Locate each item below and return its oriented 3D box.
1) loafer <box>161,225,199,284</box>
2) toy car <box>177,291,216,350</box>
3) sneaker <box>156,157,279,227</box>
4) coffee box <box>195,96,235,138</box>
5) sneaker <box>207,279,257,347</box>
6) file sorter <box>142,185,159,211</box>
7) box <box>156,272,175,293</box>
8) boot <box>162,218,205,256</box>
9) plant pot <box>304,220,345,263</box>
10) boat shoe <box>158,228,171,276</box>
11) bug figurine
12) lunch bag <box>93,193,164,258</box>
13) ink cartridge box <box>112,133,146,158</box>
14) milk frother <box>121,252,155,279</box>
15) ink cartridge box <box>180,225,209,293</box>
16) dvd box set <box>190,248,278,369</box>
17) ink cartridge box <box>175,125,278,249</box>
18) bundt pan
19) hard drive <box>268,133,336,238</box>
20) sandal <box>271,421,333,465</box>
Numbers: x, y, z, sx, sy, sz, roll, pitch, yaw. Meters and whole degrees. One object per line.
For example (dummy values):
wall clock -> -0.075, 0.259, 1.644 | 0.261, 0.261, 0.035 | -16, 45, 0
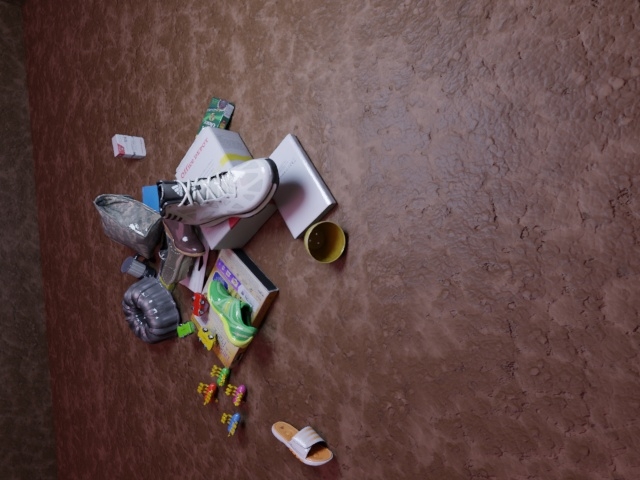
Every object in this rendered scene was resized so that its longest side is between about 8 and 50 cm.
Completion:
loafer -> -0.580, 0.058, 1.742 | 0.101, 0.092, 0.269 | 26, 92, 22
toy car -> -0.519, 0.351, 1.730 | 0.224, 0.053, 0.239 | -27, 75, 36
sneaker -> -0.355, -0.144, 1.326 | 0.447, 0.257, 0.169 | -21, 79, 34
coffee box -> -0.426, -0.479, 1.675 | 0.113, 0.040, 0.184 | 28, 95, 35
sneaker -> -0.324, 0.261, 1.561 | 0.123, 0.109, 0.296 | -40, 63, 4
file sorter -> -0.730, -0.191, 1.918 | 0.170, 0.104, 0.118 | 2, 94, 39
box -> -0.752, 0.218, 1.997 | 0.105, 0.043, 0.179 | 46, 121, 28
boot -> -0.529, -0.069, 1.604 | 0.248, 0.090, 0.207 | 31, 123, 29
plant pot -> 0.000, 0.000, 1.347 | 0.095, 0.134, 0.134 | -164, 76, -64
boat shoe -> -0.719, 0.060, 1.924 | 0.084, 0.079, 0.233 | 15, 94, 32
bug figurine -> -0.392, 0.651, 1.714 | 0.279, 0.072, 0.216 | 34, 106, 37
lunch bag -> -0.868, -0.080, 1.879 | 0.286, 0.169, 0.235 | 27, 148, -2
ink cartridge box -> -0.951, -0.464, 2.060 | 0.056, 0.135, 0.099 | -18, 81, 41
milk frother -> -0.910, 0.129, 2.056 | 0.143, 0.134, 0.129 | -8, 57, 36
ink cartridge box -> -0.559, 0.058, 1.819 | 0.261, 0.066, 0.297 | 24, 107, 32
dvd box set -> -0.360, 0.262, 1.675 | 0.307, 0.062, 0.421 | 42, 116, 29
ink cartridge box -> -0.365, -0.199, 1.592 | 0.279, 0.160, 0.385 | -43, 67, 30
bundt pan -> -0.816, 0.344, 1.956 | 0.330, 0.124, 0.331 | 14, 114, 32
hard drive -> -0.090, -0.188, 1.450 | 0.203, 0.040, 0.308 | -43, 67, 32
sandal -> -0.073, 0.683, 1.443 | 0.265, 0.101, 0.076 | 14, 104, 39
